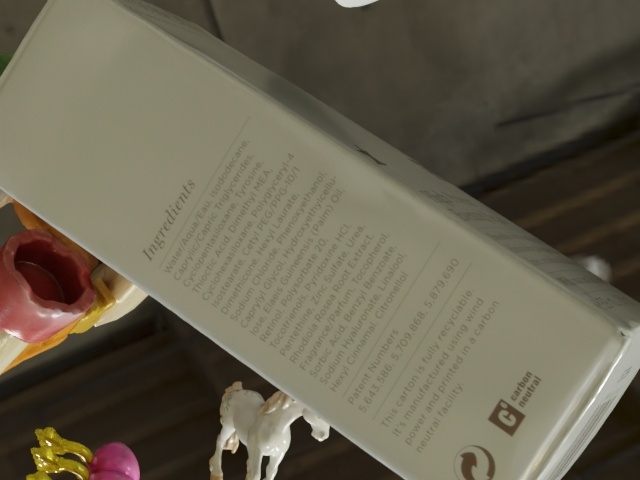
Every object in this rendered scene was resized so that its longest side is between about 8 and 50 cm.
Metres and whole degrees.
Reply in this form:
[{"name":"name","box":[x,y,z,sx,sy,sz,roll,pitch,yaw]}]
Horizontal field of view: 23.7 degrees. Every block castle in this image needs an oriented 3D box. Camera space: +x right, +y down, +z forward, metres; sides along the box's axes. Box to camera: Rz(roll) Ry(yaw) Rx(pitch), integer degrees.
[{"name":"block castle","box":[-0.317,-0.112,1.340,0.213,0.453,0.303,-44,172,29]}]

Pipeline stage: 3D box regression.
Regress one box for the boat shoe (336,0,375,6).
[{"name":"boat shoe","box":[0.089,-0.329,1.532,0.267,0.096,0.088,-38,-107,-24]}]

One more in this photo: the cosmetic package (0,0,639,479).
[{"name":"cosmetic package","box":[0.000,0.000,0.547,0.231,0.085,0.117,35,-171,15]}]

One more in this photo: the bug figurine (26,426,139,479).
[{"name":"bug figurine","box":[-0.135,0.245,0.956,0.072,0.279,0.216,-3,-131,3]}]

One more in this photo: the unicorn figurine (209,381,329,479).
[{"name":"unicorn figurine","box":[-0.043,0.155,1.215,0.060,0.111,0.162,6,-170,-43]}]
